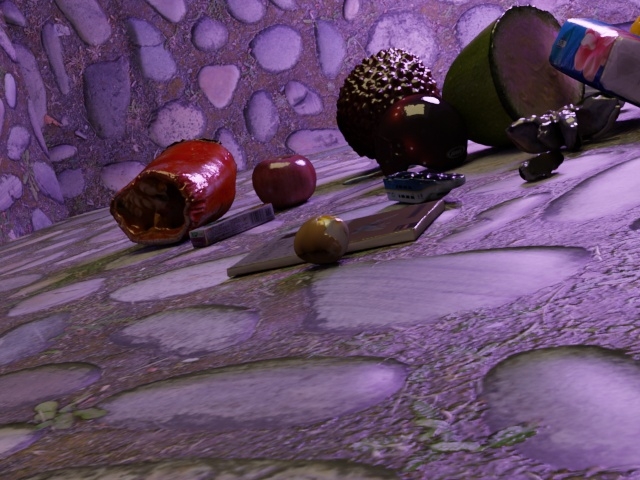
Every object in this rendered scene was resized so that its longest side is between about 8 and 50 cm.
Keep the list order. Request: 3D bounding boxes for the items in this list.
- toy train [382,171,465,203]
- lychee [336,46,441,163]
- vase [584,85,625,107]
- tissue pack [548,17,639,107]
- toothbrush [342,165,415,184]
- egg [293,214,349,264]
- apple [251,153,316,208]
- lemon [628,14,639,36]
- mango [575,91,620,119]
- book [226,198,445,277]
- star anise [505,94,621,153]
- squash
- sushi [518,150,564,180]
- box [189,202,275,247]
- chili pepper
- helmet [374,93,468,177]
[{"bbox_3d":[0.189,-0.094,1.622,0.052,0.051,0.234,-20,13,-21],"label":"toy train"},{"bbox_3d":[0.185,-0.343,2.391,0.306,0.330,0.306,8,-11,2],"label":"lychee"},{"bbox_3d":[0.617,-0.348,2.229,0.248,0.128,0.128,-3,12,18],"label":"vase"},{"bbox_3d":[0.625,-0.368,1.893,0.209,0.137,0.269,20,16,-15],"label":"tissue pack"},{"bbox_3d":[0.147,-0.164,2.246,0.193,0.013,0.019,-15,17,-1],"label":"toothbrush"},{"bbox_3d":[0.000,0.000,1.304,0.083,0.071,0.071,-11,10,33],"label":"egg"},{"bbox_3d":[-0.084,-0.139,2.161,0.154,0.119,0.153,-10,10,2],"label":"apple"},{"bbox_3d":[0.810,-0.434,2.064,0.254,0.228,0.228,-11,10,44],"label":"lemon"},{"bbox_3d":[0.596,-0.282,1.991,0.091,0.074,0.165,-5,14,43],"label":"mango"},{"bbox_3d":[0.029,-0.005,1.447,0.311,0.021,0.217,-12,9,22],"label":"book"},{"bbox_3d":[0.480,-0.226,1.791,0.237,0.093,0.229,-14,8,2],"label":"star anise"},{"bbox_3d":[0.392,-0.352,2.104,0.310,0.310,0.309,-23,6,-37],"label":"squash"},{"bbox_3d":[0.372,-0.120,1.538,0.083,0.044,0.046,-18,-13,-28],"label":"sushi"},{"bbox_3d":[-0.185,-0.034,1.936,0.050,0.041,0.207,-3,16,45],"label":"box"},{"bbox_3d":[-0.349,-0.115,2.144,0.252,0.229,0.305,4,13,15],"label":"chili pepper"},{"bbox_3d":[0.228,-0.232,2.050,0.189,0.193,0.216,-21,39,-36],"label":"helmet"}]
